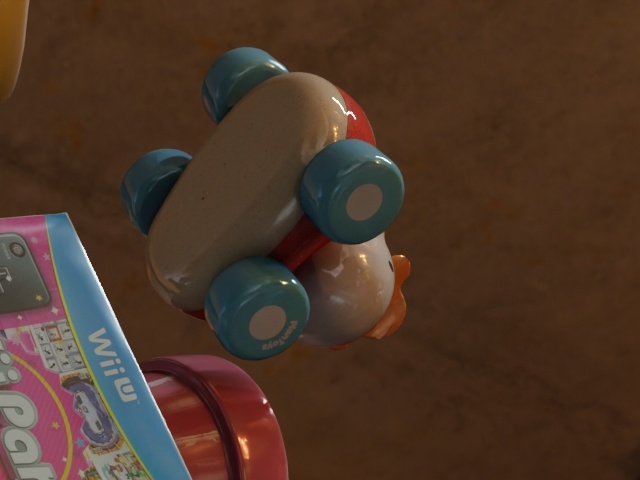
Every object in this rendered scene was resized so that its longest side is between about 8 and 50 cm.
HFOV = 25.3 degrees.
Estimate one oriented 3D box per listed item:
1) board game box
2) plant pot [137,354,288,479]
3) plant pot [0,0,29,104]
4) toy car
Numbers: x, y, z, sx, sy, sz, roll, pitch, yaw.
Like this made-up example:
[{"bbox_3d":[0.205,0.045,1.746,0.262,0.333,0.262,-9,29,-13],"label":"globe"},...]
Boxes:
[{"bbox_3d":[-0.235,0.107,0.766,0.303,0.224,0.097,-6,-27,-50],"label":"board game box"},{"bbox_3d":[-0.156,0.197,1.159,0.180,0.201,0.201,-2,-36,-44],"label":"plant pot"},{"bbox_3d":[-0.266,-0.142,0.655,0.239,0.254,0.254,-1,-40,-23],"label":"plant pot"},{"bbox_3d":[0.000,0.000,1.141,0.238,0.219,0.210,34,-82,-41],"label":"toy car"}]
